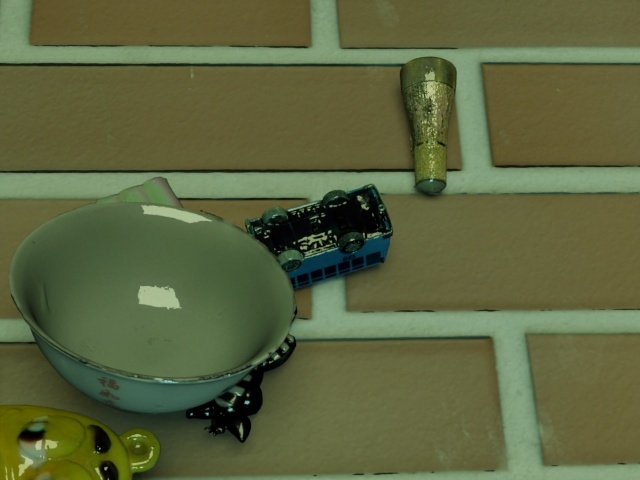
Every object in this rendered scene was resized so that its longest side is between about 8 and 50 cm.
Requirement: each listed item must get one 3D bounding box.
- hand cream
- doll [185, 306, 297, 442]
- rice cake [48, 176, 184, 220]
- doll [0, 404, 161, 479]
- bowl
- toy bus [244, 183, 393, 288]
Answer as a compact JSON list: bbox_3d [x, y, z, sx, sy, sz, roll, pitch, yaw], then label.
[{"bbox_3d":[0.159,-0.161,1.833,0.084,0.084,0.203,1,68,-4],"label":"hand cream"},{"bbox_3d":[-0.095,0.163,1.637,0.091,0.067,0.219,21,56,11],"label":"doll"},{"bbox_3d":[-0.244,0.013,1.724,0.189,0.037,0.198,-23,65,-15],"label":"rice cake"},{"bbox_3d":[-0.441,0.298,1.491,0.348,0.161,0.423,36,71,20],"label":"doll"},{"bbox_3d":[-0.212,0.110,1.557,0.346,0.157,0.345,10,34,-7],"label":"bowl"},{"bbox_3d":[0.000,0.000,1.709,0.185,0.106,0.090,-16,60,-6],"label":"toy bus"}]
